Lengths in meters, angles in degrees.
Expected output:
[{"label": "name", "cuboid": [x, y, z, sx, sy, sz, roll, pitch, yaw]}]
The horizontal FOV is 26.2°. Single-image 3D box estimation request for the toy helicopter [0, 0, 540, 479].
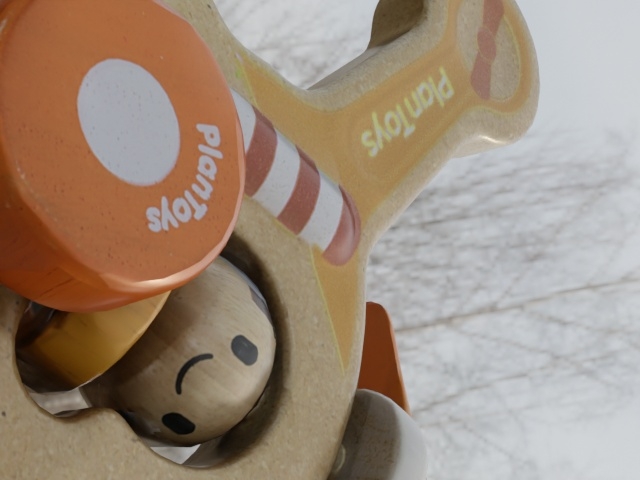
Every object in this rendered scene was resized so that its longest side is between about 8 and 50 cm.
[{"label": "toy helicopter", "cuboid": [0.000, 0.000, 0.479, 0.140, 0.355, 0.235, -19, -75, 40]}]
